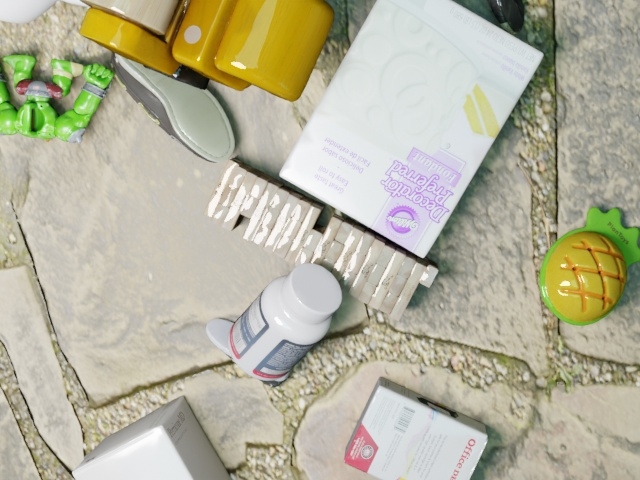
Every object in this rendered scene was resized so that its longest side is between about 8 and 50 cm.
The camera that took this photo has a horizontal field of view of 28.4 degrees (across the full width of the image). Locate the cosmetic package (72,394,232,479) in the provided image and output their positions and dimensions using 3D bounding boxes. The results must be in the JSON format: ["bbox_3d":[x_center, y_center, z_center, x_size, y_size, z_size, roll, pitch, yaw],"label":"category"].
[{"bbox_3d":[-0.186,0.430,1.818,0.155,0.197,0.365,-28,95,6],"label":"cosmetic package"}]

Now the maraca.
[{"bbox_3d":[0.383,0.036,1.791,0.127,0.099,0.185,44,72,-10],"label":"maraca"}]

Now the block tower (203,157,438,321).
[{"bbox_3d":[0.000,0.000,1.811,0.336,0.091,0.097,26,98,1],"label":"block tower"}]

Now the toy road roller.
[{"bbox_3d":[-0.131,-0.297,1.625,0.241,0.329,0.202,23,92,20],"label":"toy road roller"}]

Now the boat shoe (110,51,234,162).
[{"bbox_3d":[-0.212,-0.199,1.816,0.081,0.069,0.227,-43,95,-28],"label":"boat shoe"}]

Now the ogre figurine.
[{"bbox_3d":[-0.402,-0.202,1.812,0.197,0.097,0.118,9,85,-9],"label":"ogre figurine"}]

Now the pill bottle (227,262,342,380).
[{"bbox_3d":[-0.047,0.112,1.776,0.108,0.108,0.180,41,135,-1],"label":"pill bottle"}]

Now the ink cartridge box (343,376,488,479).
[{"bbox_3d":[0.138,0.296,1.843,0.175,0.072,0.127,25,97,1],"label":"ink cartridge box"}]

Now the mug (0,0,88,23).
[{"bbox_3d":[-0.369,-0.455,1.701,0.374,0.276,0.328,22,104,-10],"label":"mug"}]

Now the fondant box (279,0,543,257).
[{"bbox_3d":[0.127,-0.176,1.781,0.238,0.096,0.330,30,98,0],"label":"fondant box"}]

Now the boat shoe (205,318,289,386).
[{"bbox_3d":[-0.111,0.169,1.859,0.142,0.049,0.040,34,136,4],"label":"boat shoe"}]

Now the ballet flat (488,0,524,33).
[{"bbox_3d":[0.239,-0.370,1.784,0.049,0.057,0.173,-22,95,46],"label":"ballet flat"}]
